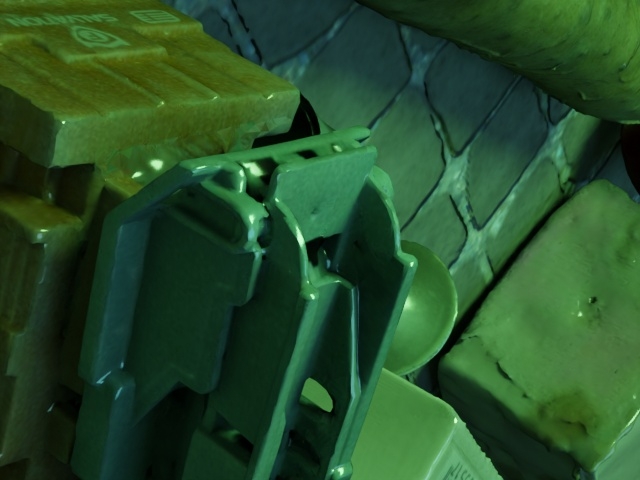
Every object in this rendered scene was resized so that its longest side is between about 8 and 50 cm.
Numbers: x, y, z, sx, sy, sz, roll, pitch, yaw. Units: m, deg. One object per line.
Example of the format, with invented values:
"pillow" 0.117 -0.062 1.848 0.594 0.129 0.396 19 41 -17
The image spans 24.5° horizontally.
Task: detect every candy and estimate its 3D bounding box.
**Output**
"candy" 0.178 0.089 0.953 0.195 0.137 0.185 -48 148 -18

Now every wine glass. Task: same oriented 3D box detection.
"wine glass" 0.000 0.000 0.661 0.079 0.079 0.195 -56 151 -8

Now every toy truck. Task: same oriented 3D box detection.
"toy truck" -0.087 0.096 0.504 0.133 0.184 0.338 -14 126 -51

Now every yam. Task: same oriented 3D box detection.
"yam" 0.091 -0.117 0.700 0.371 0.083 0.083 11 106 -60

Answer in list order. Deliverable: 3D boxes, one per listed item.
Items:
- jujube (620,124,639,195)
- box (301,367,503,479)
"jujube" 0.311 -0.109 0.951 0.255 0.190 0.190 -31 142 -17
"box" 0.014 0.114 0.694 0.071 0.168 0.259 -55 149 -14
